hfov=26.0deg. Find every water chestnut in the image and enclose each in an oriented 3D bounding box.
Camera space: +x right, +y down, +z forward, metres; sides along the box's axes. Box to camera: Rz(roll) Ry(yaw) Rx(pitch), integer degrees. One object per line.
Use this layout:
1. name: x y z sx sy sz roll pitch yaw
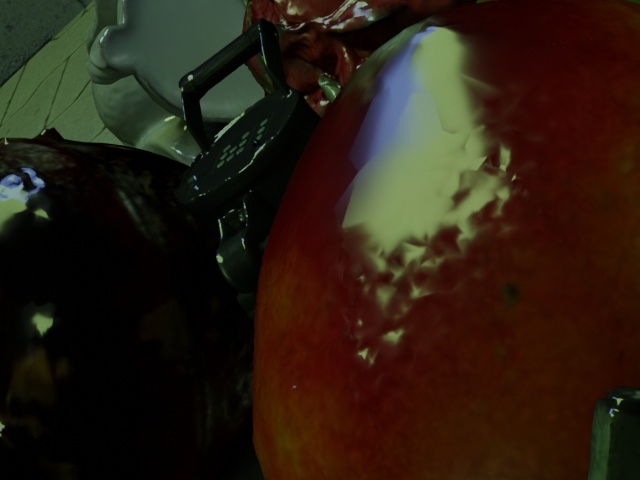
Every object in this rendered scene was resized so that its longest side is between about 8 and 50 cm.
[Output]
1. water chestnut: -0.212 0.084 0.975 0.335 0.335 0.347 -31 -6 33

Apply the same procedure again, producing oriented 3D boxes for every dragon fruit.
1. dragon fruit: 0.052 -0.173 1.092 0.234 0.234 0.293 -34 21 27

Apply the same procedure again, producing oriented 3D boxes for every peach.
1. peach: 0.107 0.056 0.666 0.281 0.281 0.338 -14 73 53

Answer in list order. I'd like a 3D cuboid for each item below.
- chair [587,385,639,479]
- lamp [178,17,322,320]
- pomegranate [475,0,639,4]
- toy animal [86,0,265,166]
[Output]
1. chair: 0.157 0.188 0.417 0.136 0.147 0.270 -128 39 -70
2. lamp: 0.000 0.000 0.853 0.147 0.227 0.172 -32 26 31
3. pomegranate: 0.174 -0.136 0.826 0.179 0.210 0.179 -5 58 8
4. toy animal: -0.169 -0.189 1.506 0.206 0.271 0.265 -27 1 -21
